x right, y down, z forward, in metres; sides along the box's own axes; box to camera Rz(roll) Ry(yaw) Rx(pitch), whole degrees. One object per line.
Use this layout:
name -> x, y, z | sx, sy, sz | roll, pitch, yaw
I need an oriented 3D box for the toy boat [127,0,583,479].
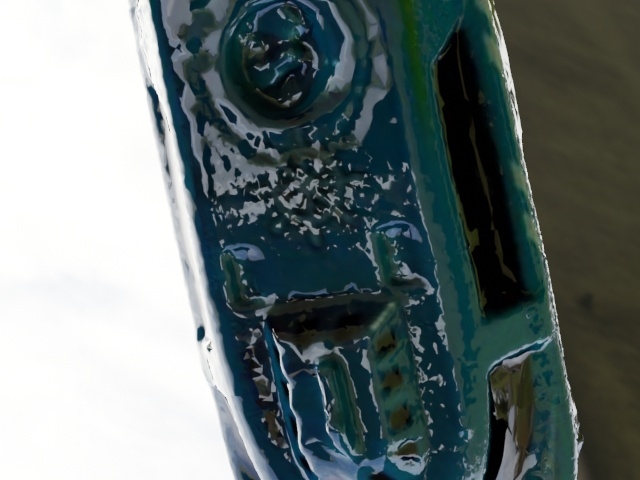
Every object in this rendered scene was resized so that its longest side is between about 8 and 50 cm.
toy boat -> 0.000, 0.000, 0.561 | 0.134, 0.298, 0.092 | -9, -170, 20
